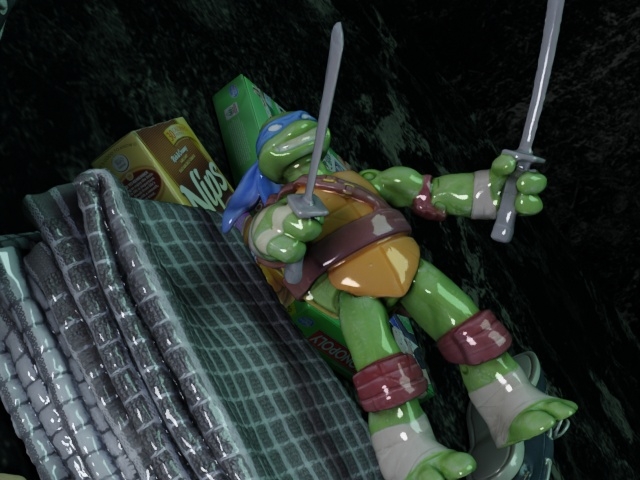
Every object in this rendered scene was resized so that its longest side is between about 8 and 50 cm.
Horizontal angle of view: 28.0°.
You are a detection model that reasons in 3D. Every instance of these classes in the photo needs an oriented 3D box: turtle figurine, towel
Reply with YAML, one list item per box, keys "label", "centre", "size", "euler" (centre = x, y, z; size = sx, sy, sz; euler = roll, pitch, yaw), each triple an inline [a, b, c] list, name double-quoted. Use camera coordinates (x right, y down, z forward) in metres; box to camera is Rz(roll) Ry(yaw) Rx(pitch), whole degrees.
- label: "turtle figurine"
  centre: [0.062, 0.007, 0.794]
  size: [0.266, 0.275, 0.198]
  euler: [63, 26, 8]
- label: "towel"
  centre: [-0.080, 0.092, 0.824]
  size: [0.283, 0.121, 0.235]
  euler: [60, 18, 13]

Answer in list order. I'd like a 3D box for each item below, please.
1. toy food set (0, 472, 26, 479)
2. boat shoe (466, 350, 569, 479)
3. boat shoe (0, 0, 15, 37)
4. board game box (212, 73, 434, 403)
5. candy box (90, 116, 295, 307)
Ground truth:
- label: "toy food set"
  centre: [-0.173, 0.194, 0.571]
  size: [0.132, 0.039, 0.192]
  euler: [22, 43, -47]
- label: "boat shoe"
  centre: [0.216, 0.209, 1.393]
  size: [0.079, 0.095, 0.254]
  euler: [50, 21, -13]
- label: "boat shoe"
  centre: [-0.251, -0.154, 0.841]
  size: [0.108, 0.102, 0.301]
  euler: [46, 21, -26]
- label: "board game box"
  centre: [0.000, 0.000, 1.287]
  size: [0.213, 0.046, 0.317]
  euler: [37, 27, -42]
- label: "candy box"
  centre: [-0.098, -0.008, 1.053]
  size: [0.186, 0.053, 0.109]
  euler: [54, 19, -1]
